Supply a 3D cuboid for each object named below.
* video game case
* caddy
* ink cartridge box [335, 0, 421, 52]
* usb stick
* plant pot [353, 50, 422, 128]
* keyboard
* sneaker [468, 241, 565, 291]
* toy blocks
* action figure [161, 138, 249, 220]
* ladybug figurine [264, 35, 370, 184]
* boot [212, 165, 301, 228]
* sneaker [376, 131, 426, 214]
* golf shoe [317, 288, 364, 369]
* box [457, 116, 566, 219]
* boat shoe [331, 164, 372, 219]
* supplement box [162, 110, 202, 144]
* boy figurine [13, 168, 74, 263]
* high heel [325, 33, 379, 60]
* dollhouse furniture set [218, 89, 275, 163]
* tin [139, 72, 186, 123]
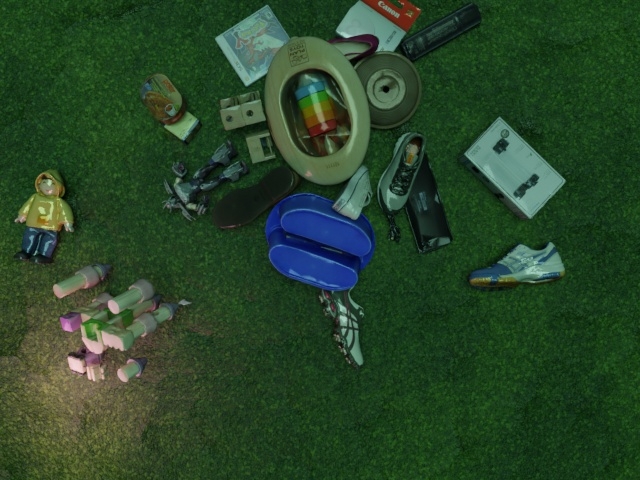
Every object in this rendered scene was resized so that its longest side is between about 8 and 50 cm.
[{"bbox_3d":[-0.200,-0.613,1.792,0.201,0.023,0.183,-33,90,-3],"label":"video game case"},{"bbox_3d":[0.000,0.000,1.705,0.341,0.179,0.241,20,108,-6],"label":"caddy"},{"bbox_3d":[0.185,-0.692,1.794,0.189,0.066,0.232,34,91,0],"label":"ink cartridge box"},{"bbox_3d":[0.384,-0.662,1.802,0.278,0.045,0.077,-30,105,-3],"label":"usb stick"},{"bbox_3d":[0.197,-0.459,1.731,0.237,0.110,0.238,0,103,0],"label":"plant pot"},{"bbox_3d":[0.283,-0.111,1.790,0.201,0.033,0.317,-16,88,-7],"label":"keyboard"},{"bbox_3d":[0.600,0.078,1.771,0.296,0.112,0.131,-7,71,-4],"label":"sneaker"},{"bbox_3d":[-0.573,0.226,1.676,0.288,0.260,0.309,10,114,26],"label":"toy blocks"},{"bbox_3d":[-0.365,-0.181,1.732,0.285,0.099,0.185,-36,84,-5],"label":"action figure"},{"bbox_3d":[-0.003,-0.388,1.704,0.304,0.162,0.450,-14,94,14],"label":"ladybug figurine"},{"bbox_3d":[-0.191,-0.121,1.741,0.305,0.115,0.112,-27,82,17],"label":"boot"},{"bbox_3d":[0.247,-0.209,1.723,0.100,0.108,0.272,19,86,-7],"label":"sneaker"},{"bbox_3d":[0.090,0.259,1.736,0.120,0.105,0.273,-21,89,-10],"label":"golf shoe"},{"bbox_3d":[0.594,-0.220,1.775,0.290,0.087,0.169,43,87,0],"label":"box"},{"bbox_3d":[0.112,-0.141,1.684,0.088,0.267,0.096,38,118,-4],"label":"boat shoe"},{"bbox_3d":[-0.427,-0.358,1.758,0.083,0.056,0.083,36,87,0],"label":"supplement box"},{"bbox_3d":[-0.828,-0.073,1.720,0.177,0.092,0.285,16,91,1],"label":"boy figurine"},{"bbox_3d":[0.060,-0.571,1.727,0.243,0.117,0.082,-5,112,17],"label":"high heel"},{"bbox_3d":[-0.227,-0.345,1.751,0.128,0.129,0.184,-14,118,-2],"label":"dollhouse furniture set"},{"bbox_3d":[-0.479,-0.433,1.735,0.106,0.040,0.190,-41,64,7],"label":"tin"}]
